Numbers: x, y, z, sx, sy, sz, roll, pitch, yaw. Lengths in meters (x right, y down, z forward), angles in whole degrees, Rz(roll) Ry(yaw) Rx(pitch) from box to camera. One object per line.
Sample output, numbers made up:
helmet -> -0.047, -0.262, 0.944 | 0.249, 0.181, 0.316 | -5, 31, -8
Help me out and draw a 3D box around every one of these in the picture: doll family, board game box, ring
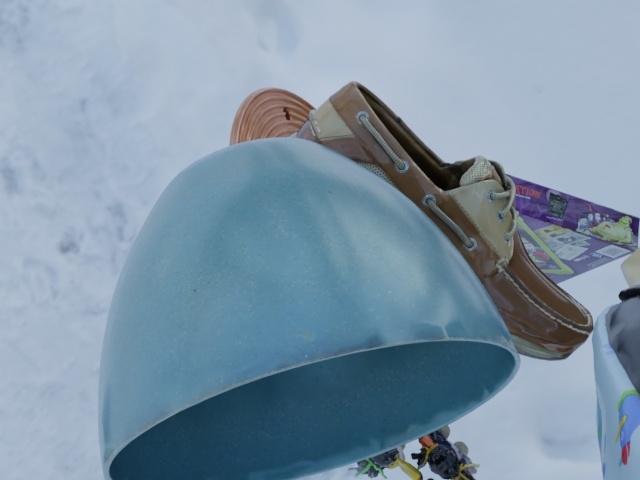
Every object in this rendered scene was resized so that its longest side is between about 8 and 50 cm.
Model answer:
doll family -> 0.085, 0.191, 0.932 | 0.193, 0.111, 0.076 | 31, 90, 6
board game box -> 0.206, 0.007, 1.335 | 0.208, 0.347, 0.056 | 13, 72, -16
ring -> 0.000, 0.000, 1.131 | 0.336, 0.032, 0.337 | 44, 35, -42

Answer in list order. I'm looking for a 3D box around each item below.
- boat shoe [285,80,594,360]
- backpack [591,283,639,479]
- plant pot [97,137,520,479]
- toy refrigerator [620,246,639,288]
boat shoe -> 0.117, -0.017, 0.957 | 0.324, 0.120, 0.122 | 35, 20, -9
backpack -> 0.225, 0.100, 0.348 | 0.290, 0.273, 0.355 | -18, 27, -3
plant pot -> -0.027, 0.043, 0.776 | 0.290, 0.290, 0.195 | -3, 63, -29
toy refrigerator -> 0.415, -0.021, 1.009 | 0.102, 0.269, 0.094 | 10, 46, -31
